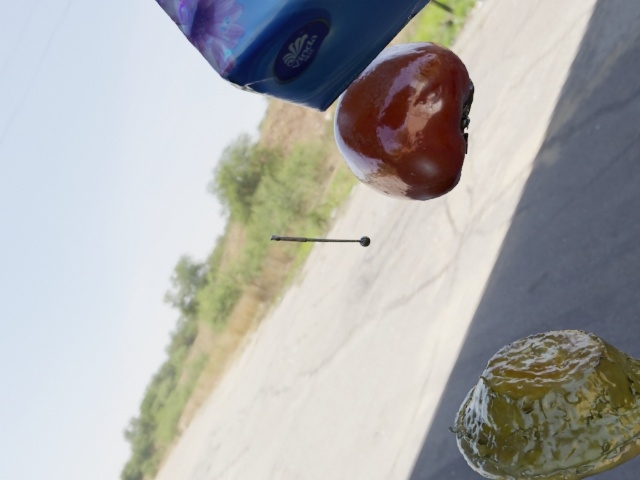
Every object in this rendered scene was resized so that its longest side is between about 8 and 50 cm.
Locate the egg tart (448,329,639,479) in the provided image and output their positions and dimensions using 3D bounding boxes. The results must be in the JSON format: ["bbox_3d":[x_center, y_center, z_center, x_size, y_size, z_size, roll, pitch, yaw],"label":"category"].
[{"bbox_3d":[0.349,0.228,1.316,0.341,0.132,0.341,-21,17,6],"label":"egg tart"}]

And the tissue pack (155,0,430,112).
[{"bbox_3d":[0.020,-0.236,0.635,0.263,0.146,0.198,-44,-14,17],"label":"tissue pack"}]

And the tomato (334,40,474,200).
[{"bbox_3d":[0.091,-0.132,0.963,0.187,0.152,0.187,12,-90,-83],"label":"tomato"}]

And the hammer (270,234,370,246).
[{"bbox_3d":[0.000,0.000,1.081,0.029,0.123,0.014,-39,-49,-85],"label":"hammer"}]
